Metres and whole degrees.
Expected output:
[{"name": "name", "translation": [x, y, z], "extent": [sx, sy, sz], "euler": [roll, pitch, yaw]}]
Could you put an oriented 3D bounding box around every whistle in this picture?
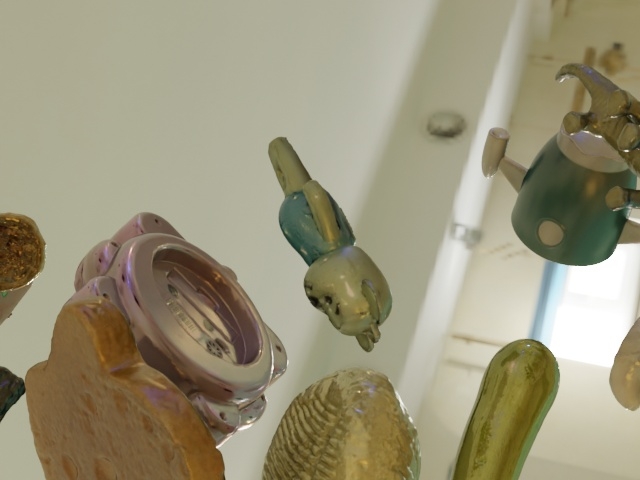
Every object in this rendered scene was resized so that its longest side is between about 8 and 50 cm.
[{"name": "whistle", "translation": [0.000, 0.000, 1.145], "extent": [0.236, 0.077, 0.114], "euler": [62, 164, 22]}]

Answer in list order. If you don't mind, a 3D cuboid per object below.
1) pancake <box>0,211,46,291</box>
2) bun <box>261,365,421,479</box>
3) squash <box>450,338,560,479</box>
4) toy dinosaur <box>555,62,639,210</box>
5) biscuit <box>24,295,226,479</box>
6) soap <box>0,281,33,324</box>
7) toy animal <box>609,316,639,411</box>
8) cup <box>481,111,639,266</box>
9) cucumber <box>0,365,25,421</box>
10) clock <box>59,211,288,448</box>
[{"name": "pancake", "translation": [-0.506, 0.019, 1.871], "extent": [0.022, 0.139, 0.139], "euler": [-130, 43, -66]}, {"name": "bun", "translation": [0.030, 0.248, 1.292], "extent": [0.220, 0.134, 0.220], "euler": [-46, 29, 36]}, {"name": "squash", "translation": [0.193, 0.219, 1.256], "extent": [0.083, 0.083, 0.250], "euler": [71, -142, -61]}, {"name": "toy dinosaur", "translation": [0.312, -0.073, 1.032], "extent": [0.075, 0.188, 0.248], "euler": [-58, 33, 27]}, {"name": "biscuit", "translation": [-0.205, 0.194, 1.186], "extent": [0.057, 0.343, 0.287], "euler": [-20, -79, -37]}, {"name": "soap", "translation": [-0.613, 0.018, 2.027], "extent": [0.218, 0.098, 0.273], "euler": [-63, -35, -42]}, {"name": "toy animal", "translation": [0.657, 0.212, 1.960], "extent": [0.271, 0.265, 0.206], "euler": [-16, -58, -45]}, {"name": "cup", "translation": [0.362, -0.079, 1.614], "extent": [0.167, 0.299, 0.173], "euler": [-43, -25, -44]}, {"name": "cucumber", "translation": [-0.304, 0.170, 0.879], "extent": [0.220, 0.070, 0.046], "euler": [-64, -41, -52]}, {"name": "clock", "translation": [-0.179, 0.116, 1.447], "extent": [0.113, 0.295, 0.322], "euler": [-41, 6, 16]}]
